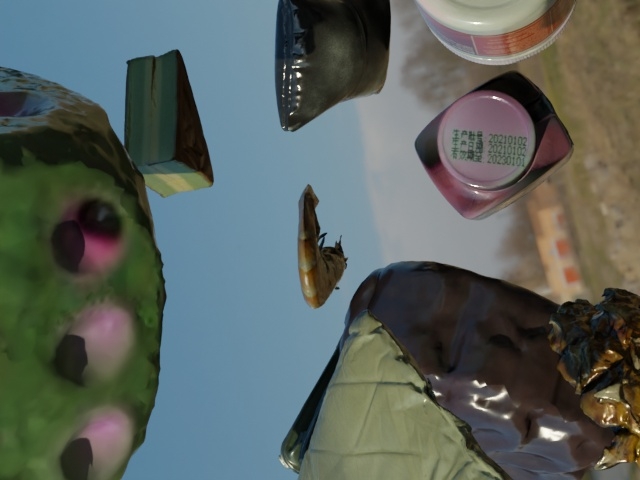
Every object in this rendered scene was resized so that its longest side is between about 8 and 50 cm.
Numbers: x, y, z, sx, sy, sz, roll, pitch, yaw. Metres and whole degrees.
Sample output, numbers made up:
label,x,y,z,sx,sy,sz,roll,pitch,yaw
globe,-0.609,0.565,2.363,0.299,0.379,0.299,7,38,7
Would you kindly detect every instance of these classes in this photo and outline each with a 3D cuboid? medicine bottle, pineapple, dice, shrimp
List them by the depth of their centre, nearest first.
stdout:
label,x,y,z,sx,sy,sz,roll,pitch,yaw
dice,-0.321,0.048,0.966,0.318,0.330,0.322,-14,-63,-39
medicine bottle,0.150,-0.081,1.125,0.094,0.119,0.188,56,-171,6
pineapple,0.342,0.116,1.414,0.161,0.158,0.334,45,-155,-14
shrimp,0.000,0.000,1.865,0.296,0.058,0.169,-40,-52,-80
medicine bottle,0.256,-0.405,1.935,0.241,0.253,0.252,28,-133,-76

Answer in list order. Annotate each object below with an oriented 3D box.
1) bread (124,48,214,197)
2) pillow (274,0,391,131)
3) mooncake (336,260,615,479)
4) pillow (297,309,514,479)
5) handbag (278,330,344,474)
label,x,y,z,sx,sy,sz,roll,pitch,yaw
bread,-0.167,-0.130,1.449,0.084,0.074,0.139,39,-137,-59
pillow,0.023,-0.261,1.762,0.250,0.106,0.185,-30,-53,-51
mooncake,0.218,0.186,1.711,0.381,0.351,0.212,29,-115,-22
pillow,0.074,0.241,1.048,0.280,0.076,0.274,50,134,41
handbag,0.097,0.278,1.973,0.248,0.260,0.079,32,163,-18
